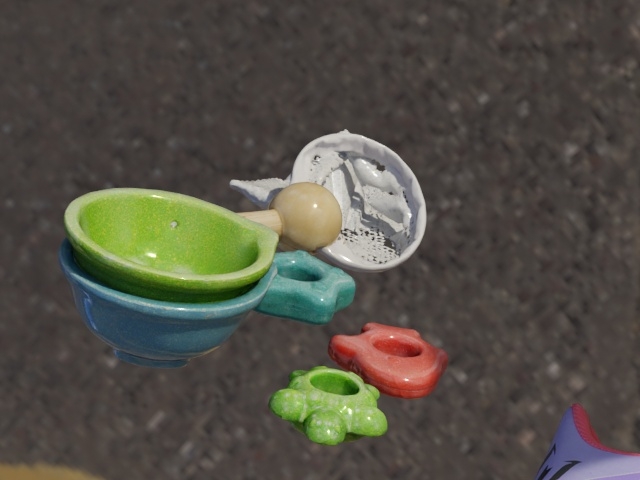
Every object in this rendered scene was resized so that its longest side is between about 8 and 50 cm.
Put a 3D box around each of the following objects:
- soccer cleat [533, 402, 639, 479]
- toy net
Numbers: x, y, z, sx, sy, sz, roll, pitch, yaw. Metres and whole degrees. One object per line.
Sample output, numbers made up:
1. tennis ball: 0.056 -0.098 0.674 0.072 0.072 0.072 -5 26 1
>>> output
1. soccer cleat: 0.178 0.100 0.563 0.248 0.083 0.095 3 57 17
2. toy net: 0.000 0.000 0.676 0.122 0.045 0.232 17 22 14
